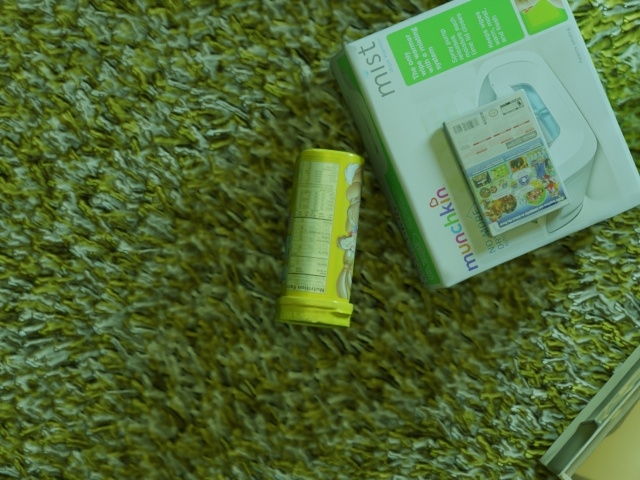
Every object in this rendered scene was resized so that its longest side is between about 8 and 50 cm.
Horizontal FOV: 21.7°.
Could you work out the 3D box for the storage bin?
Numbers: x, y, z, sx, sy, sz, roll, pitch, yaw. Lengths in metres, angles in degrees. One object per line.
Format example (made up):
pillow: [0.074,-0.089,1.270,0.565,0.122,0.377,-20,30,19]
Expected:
storage bin: [0.409,0.225,1.699,0.262,0.123,0.260,42,85,-2]

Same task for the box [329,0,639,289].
box: [0.165,-0.113,1.690,0.231,0.127,0.262,-22,91,-8]

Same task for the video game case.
video game case: [0.181,-0.075,1.621,0.087,0.011,0.122,-23,91,-8]

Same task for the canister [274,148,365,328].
canister: [0.000,0.000,1.669,0.073,0.126,0.170,7,86,-5]
